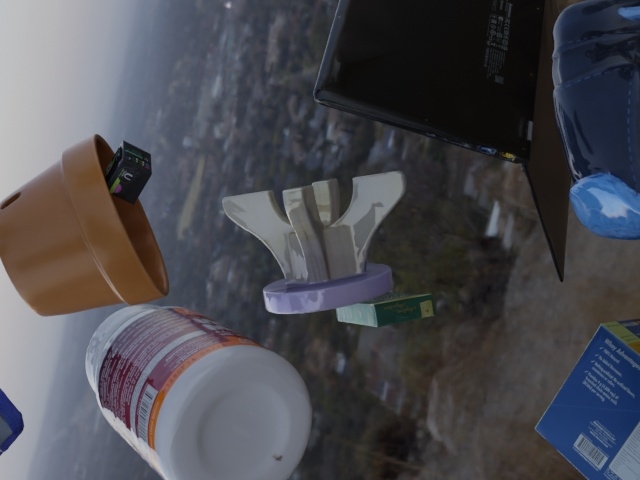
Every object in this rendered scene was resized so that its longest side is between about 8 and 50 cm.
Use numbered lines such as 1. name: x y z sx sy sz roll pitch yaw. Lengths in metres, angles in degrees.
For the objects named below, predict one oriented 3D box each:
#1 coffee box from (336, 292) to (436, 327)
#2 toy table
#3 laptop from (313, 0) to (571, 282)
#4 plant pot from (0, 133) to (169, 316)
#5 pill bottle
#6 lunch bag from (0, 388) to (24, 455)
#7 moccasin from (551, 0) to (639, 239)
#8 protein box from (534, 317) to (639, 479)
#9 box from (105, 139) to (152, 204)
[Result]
1. coffee box: 0.109 0.116 1.494 0.184 0.113 0.040 174 88 -72
2. toy table: 0.000 0.000 1.196 0.274 0.252 0.160 -102 3 -86
3. laptop: 0.202 -0.208 1.191 0.236 0.408 0.382 112 173 -57
4. plant pot: -0.399 -0.003 1.431 0.291 0.204 0.290 157 90 -87
5. pill bottle: -0.109 0.120 0.701 0.221 0.121 0.121 15 94 58
6. lunch bag: -0.535 0.134 0.812 0.239 0.385 0.328 -43 -7 37
7. moccasin: 0.262 -0.098 0.389 0.138 0.342 0.116 -25 82 69
8. protein box: 0.460 0.252 1.252 0.200 0.136 0.201 44 120 37
9. box: -0.299 -0.106 1.355 0.062 0.052 0.083 -55 25 18
